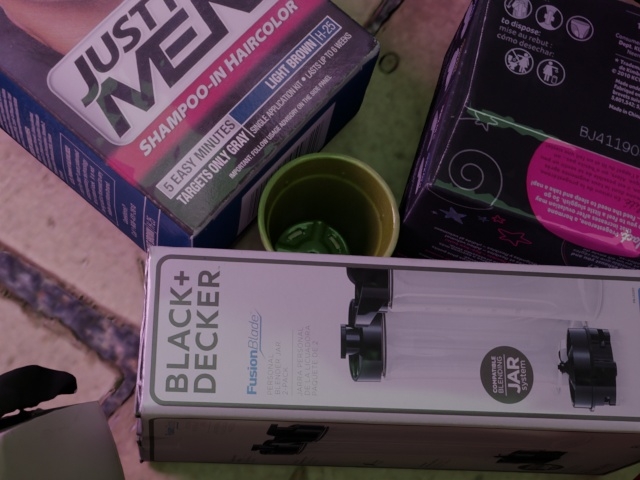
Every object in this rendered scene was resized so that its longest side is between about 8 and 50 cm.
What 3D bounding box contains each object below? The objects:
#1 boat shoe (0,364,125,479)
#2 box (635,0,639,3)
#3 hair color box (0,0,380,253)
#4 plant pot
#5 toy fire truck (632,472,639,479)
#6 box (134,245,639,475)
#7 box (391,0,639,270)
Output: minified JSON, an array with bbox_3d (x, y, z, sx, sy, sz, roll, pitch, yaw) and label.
[{"bbox_3d":[-0.163,0.240,0.630,0.158,0.127,0.341,-13,89,26],"label":"boat shoe"},{"bbox_3d":[0.296,-0.246,0.656,0.182,0.296,0.294,24,103,19],"label":"box"},{"bbox_3d":[-0.152,-0.154,0.755,0.347,0.105,0.174,40,71,7],"label":"hair color box"},{"bbox_3d":[0.000,0.000,0.736,0.083,0.079,0.083,3,71,-7],"label":"plant pot"},{"bbox_3d":[0.227,0.276,0.614,0.254,0.169,0.302,37,101,-13],"label":"toy fire truck"},{"bbox_3d":[0.044,0.074,0.671,0.289,0.169,0.087,2,71,-6],"label":"box"},{"bbox_3d":[0.184,-0.038,0.742,0.247,0.142,0.163,19,69,-2],"label":"box"}]
